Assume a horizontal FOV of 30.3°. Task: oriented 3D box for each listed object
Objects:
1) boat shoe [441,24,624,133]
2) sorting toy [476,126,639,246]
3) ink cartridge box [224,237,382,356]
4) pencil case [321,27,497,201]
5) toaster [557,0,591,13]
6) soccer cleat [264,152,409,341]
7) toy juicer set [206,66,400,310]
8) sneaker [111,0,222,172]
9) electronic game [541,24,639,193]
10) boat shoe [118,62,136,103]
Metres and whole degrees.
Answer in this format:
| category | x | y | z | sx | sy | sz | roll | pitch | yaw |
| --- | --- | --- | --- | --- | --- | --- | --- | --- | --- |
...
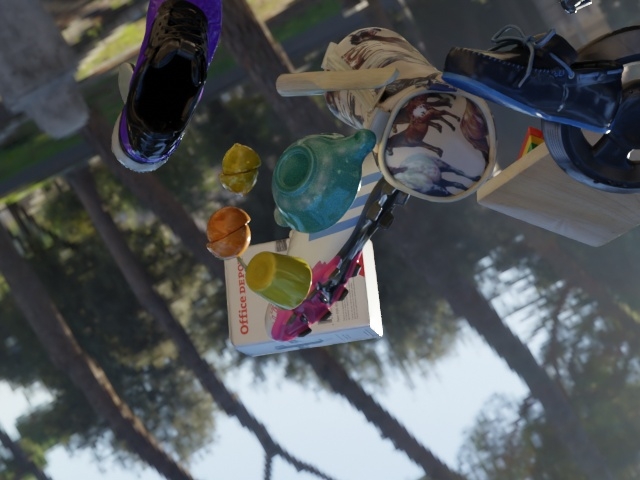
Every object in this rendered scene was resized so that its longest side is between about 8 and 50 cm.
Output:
| category | x | y | z | sx | sy | sz | roll | pitch | yaw |
| --- | --- | --- | --- | --- | --- | --- | --- | --- | --- |
| boat shoe | 0.220 | -0.177 | 1.219 | 0.109 | 0.089 | 0.258 | 28 | -165 | 39 |
| sorting toy | 0.411 | -0.113 | 1.785 | 0.257 | 0.089 | 0.255 | 18 | 145 | -29 |
| ink cartridge box | -0.034 | 0.101 | 2.255 | 0.272 | 0.197 | 0.114 | -10 | 162 | 12 |
| pencil case | 0.110 | -0.193 | 1.682 | 0.160 | 0.183 | 0.410 | -54 | -159 | 11 |
| toaster | 0.336 | -0.353 | 1.299 | 0.227 | 0.146 | 0.129 | -26 | -172 | -35 |
| soccer cleat | 0.000 | 0.000 | 1.825 | 0.331 | 0.143 | 0.116 | -54 | 152 | -3 |
| toy juicer set | -0.029 | -0.091 | 1.512 | 0.209 | 0.089 | 0.329 | 31 | -85 | 44 |
| sneaker | -0.177 | -0.235 | 1.487 | 0.146 | 0.102 | 0.293 | 152 | -47 | -70 |
| electronic game | 0.372 | -0.148 | 1.373 | 0.229 | 0.229 | 0.048 | -27 | -147 | 23 |
| boat shoe | -0.305 | -0.237 | 2.001 | 0.043 | 0.137 | 0.049 | -26 | -162 | -39 |
